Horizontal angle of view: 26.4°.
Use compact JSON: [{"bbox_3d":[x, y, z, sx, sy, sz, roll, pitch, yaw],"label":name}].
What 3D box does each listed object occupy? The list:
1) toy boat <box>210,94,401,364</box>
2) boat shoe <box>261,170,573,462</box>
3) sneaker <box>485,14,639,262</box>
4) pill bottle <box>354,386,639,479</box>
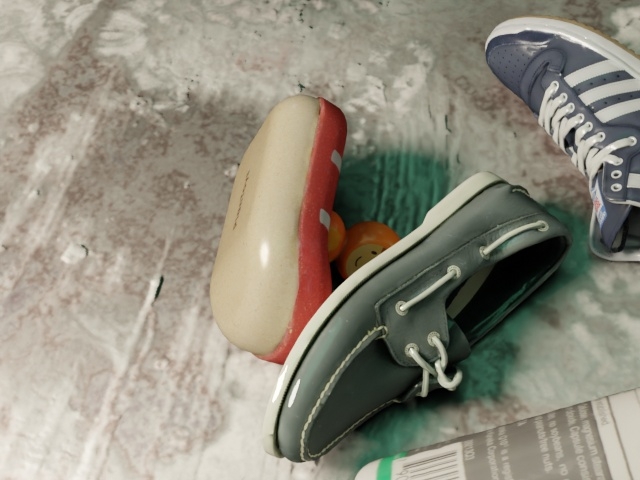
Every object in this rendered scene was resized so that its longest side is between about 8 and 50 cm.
[{"bbox_3d":[0.000,0.000,1.155,0.151,0.151,0.231,20,56,-13],"label":"toy boat"},{"bbox_3d":[0.082,0.068,1.092,0.099,0.116,0.319,31,59,29],"label":"boat shoe"},{"bbox_3d":[0.235,-0.086,1.185,0.282,0.099,0.153,32,63,23],"label":"sneaker"},{"bbox_3d":[0.218,0.199,0.890,0.361,0.204,0.204,-16,54,10],"label":"pill bottle"}]
